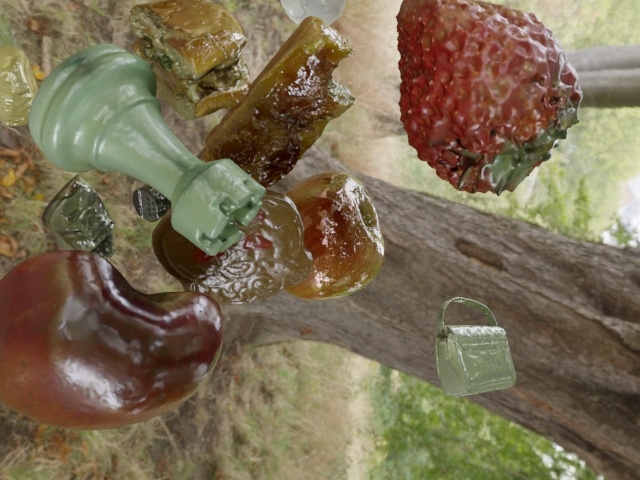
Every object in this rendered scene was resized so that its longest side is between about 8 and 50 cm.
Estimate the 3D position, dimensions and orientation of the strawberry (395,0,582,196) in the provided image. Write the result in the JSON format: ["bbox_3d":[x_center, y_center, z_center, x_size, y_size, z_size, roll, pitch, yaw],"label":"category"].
[{"bbox_3d":[0.232,-0.260,0.947,0.267,0.351,0.312,-28,153,5],"label":"strawberry"}]

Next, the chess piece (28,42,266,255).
[{"bbox_3d":[-0.226,-0.113,0.847,0.194,0.299,0.194,-50,171,-11],"label":"chess piece"}]

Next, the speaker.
[{"bbox_3d":[-0.304,-0.126,1.624,0.329,0.259,0.198,-47,174,-47],"label":"speaker"}]

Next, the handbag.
[{"bbox_3d":[0.350,0.242,1.413,0.256,0.079,0.219,8,68,-44],"label":"handbag"}]

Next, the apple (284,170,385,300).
[{"bbox_3d":[0.000,0.000,1.422,0.301,0.302,0.301,-42,141,-45],"label":"apple"}]

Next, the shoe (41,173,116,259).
[{"bbox_3d":[-0.452,-0.035,1.178,0.103,0.098,0.275,-61,-179,-22],"label":"shoe"}]

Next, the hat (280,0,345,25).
[{"bbox_3d":[0.003,-0.668,1.621,0.126,0.203,0.203,-50,148,-50],"label":"hat"}]

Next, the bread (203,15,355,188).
[{"bbox_3d":[-0.064,-0.245,1.188,0.185,0.380,0.109,27,39,-30],"label":"bread"}]

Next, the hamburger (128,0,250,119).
[{"bbox_3d":[-0.203,-0.311,0.972,0.157,0.283,0.143,-28,139,-19],"label":"hamburger"}]

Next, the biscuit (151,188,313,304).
[{"bbox_3d":[-0.160,0.017,1.124,0.049,0.273,0.257,-95,170,-53],"label":"biscuit"}]

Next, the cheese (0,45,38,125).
[{"bbox_3d":[-0.917,-0.463,1.829,0.214,0.118,0.225,126,-45,-63],"label":"cheese"}]

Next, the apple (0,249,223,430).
[{"bbox_3d":[-0.363,0.165,0.997,0.328,0.365,0.295,57,32,-9],"label":"apple"}]
